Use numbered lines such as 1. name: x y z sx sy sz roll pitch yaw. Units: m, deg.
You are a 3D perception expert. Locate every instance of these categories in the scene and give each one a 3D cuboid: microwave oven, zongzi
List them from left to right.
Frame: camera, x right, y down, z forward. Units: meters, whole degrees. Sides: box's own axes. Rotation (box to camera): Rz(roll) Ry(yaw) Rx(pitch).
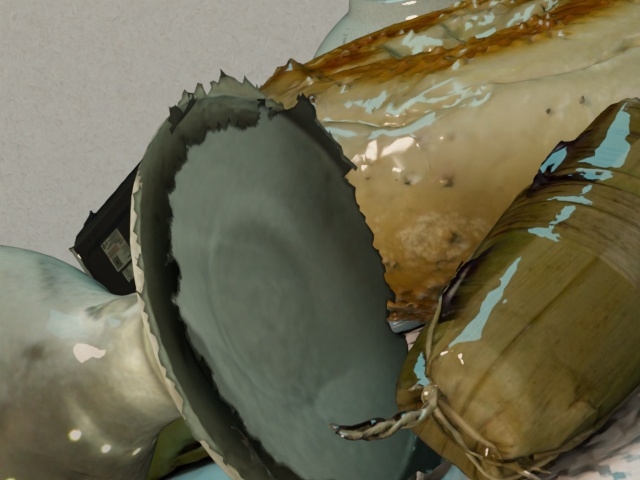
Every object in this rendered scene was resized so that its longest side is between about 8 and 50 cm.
1. microwave oven: -0.164 -0.036 1.529 0.237 0.181 0.295 -29 -8 -45
2. zongzi: 0.076 0.054 0.465 0.189 0.081 0.178 -46 -12 -27

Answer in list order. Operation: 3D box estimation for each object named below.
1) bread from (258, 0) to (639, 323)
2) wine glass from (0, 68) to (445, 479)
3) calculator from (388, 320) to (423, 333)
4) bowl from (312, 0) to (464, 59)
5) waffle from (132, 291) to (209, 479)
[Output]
1. bread: 0.094 -0.053 0.672 0.306 0.158 0.305 -12 21 5
2. wine glass: -0.138 0.074 0.504 0.357 0.190 0.190 -19 7 29
3. calculator: 0.104 0.004 0.870 0.188 0.042 0.303 -24 5 30
4. bowl: 0.144 -0.219 1.349 0.435 0.196 0.435 -13 25 6
5. waffle: -0.118 0.090 0.804 0.213 0.091 0.308 -24 6 18
